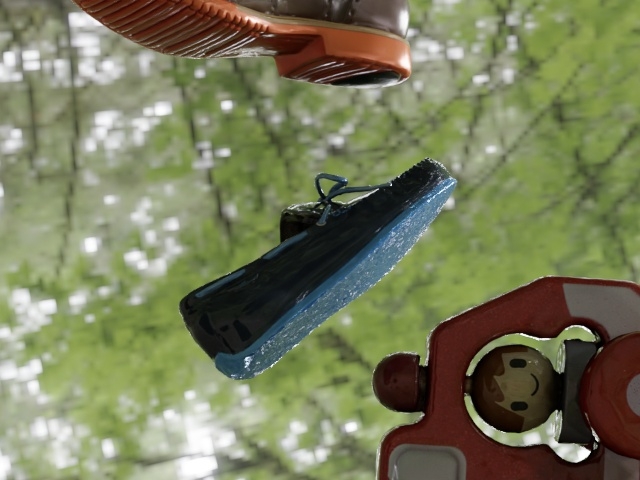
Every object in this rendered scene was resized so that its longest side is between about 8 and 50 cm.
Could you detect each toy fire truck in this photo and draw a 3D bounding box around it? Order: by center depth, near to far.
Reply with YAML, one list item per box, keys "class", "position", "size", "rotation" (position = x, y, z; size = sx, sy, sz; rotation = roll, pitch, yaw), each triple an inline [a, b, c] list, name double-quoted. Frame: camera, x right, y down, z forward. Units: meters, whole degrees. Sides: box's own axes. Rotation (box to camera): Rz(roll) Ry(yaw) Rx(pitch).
- class: "toy fire truck"
  position: [0.165, 0.178, 1.552]
  size: [0.169, 0.253, 0.302]
  rotation: [130, -37, -84]

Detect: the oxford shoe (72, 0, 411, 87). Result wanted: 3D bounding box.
- class: "oxford shoe"
  position: [-0.056, -0.175, 1.326]
  size: [0.097, 0.271, 0.098]
  rotation: [-11, -108, 51]

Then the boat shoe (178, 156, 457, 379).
- class: "boat shoe"
  position: [0.000, 0.000, 1.528]
  size: [0.089, 0.258, 0.109]
  rotation: [43, -35, 17]
